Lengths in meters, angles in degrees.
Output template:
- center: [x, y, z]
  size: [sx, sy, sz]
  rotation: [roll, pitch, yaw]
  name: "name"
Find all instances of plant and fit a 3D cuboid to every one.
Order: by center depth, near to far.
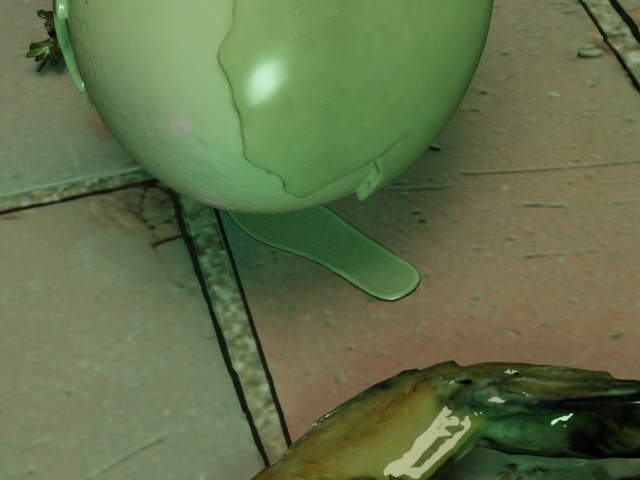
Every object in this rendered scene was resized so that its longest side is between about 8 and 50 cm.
- center: [-0.180, -0.165, 1.187]
  size: [0.102, 0.051, 0.051]
  rotation: [-32, 50, -18]
  name: "plant"

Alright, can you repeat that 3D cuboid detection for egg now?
- center: [-0.031, -0.157, 0.998]
  size: [0.278, 0.278, 0.336]
  rotation: [6, 39, 10]
  name: "egg"

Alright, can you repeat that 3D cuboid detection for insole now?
- center: [0.000, 0.000, 1.031]
  size: [0.153, 0.002, 0.053]
  rotation: [31, 54, 31]
  name: "insole"

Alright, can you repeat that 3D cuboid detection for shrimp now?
- center: [0.144, 0.155, 0.777]
  size: [0.445, 0.085, 0.272]
  rotation: [-8, 41, 13]
  name: "shrimp"
